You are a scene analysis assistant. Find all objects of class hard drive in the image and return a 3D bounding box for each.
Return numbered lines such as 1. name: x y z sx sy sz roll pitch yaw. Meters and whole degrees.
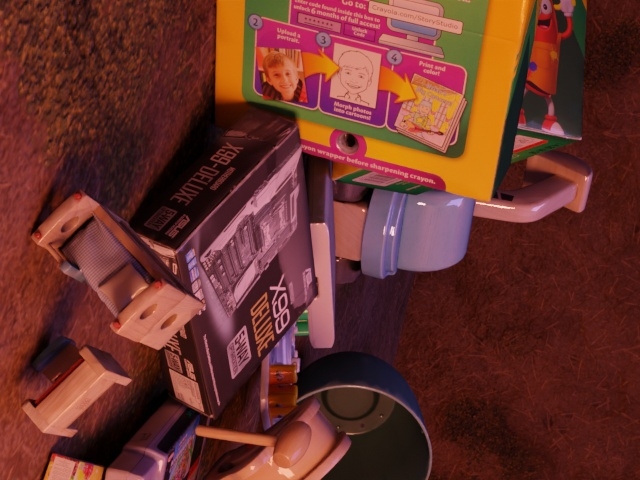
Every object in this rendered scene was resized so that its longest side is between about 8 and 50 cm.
1. hard drive: 0.000 0.000 1.890 0.307 0.040 0.203 -89 176 -64

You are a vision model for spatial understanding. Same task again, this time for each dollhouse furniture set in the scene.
1. dollhouse furniture set: -0.232 0.072 1.161 0.184 0.129 0.129 -44 164 -1

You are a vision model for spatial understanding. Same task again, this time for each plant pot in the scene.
1. plant pot: 0.053 0.339 2.272 0.235 0.293 0.293 -86 -175 -68

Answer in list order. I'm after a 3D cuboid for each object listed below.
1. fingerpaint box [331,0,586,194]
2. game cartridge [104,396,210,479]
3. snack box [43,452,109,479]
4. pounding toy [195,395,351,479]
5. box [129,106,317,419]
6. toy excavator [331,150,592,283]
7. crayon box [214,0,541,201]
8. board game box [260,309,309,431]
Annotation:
1. fingerpaint box: 0.190 -0.286 1.751 0.445 0.163 0.371 161 -65 -64
2. game cartridge: -0.205 0.323 1.529 0.355 0.068 0.230 -51 158 -77
3. snack box: -0.270 0.289 1.342 0.141 0.037 0.100 61 46 -74
4. pounding toy: -0.072 0.257 1.581 0.154 0.155 0.269 -43 -175 -40
5. box: -0.108 0.030 1.497 0.242 0.077 0.307 -48 149 -34
6. toy excavator: 0.237 -0.065 2.193 0.433 0.445 0.222 -56 158 -57
7. crayon box: 0.060 -0.241 1.425 0.106 0.363 0.313 -55 157 -50
8. board game box: -0.044 0.165 1.879 0.390 0.050 0.390 84 6 -56
